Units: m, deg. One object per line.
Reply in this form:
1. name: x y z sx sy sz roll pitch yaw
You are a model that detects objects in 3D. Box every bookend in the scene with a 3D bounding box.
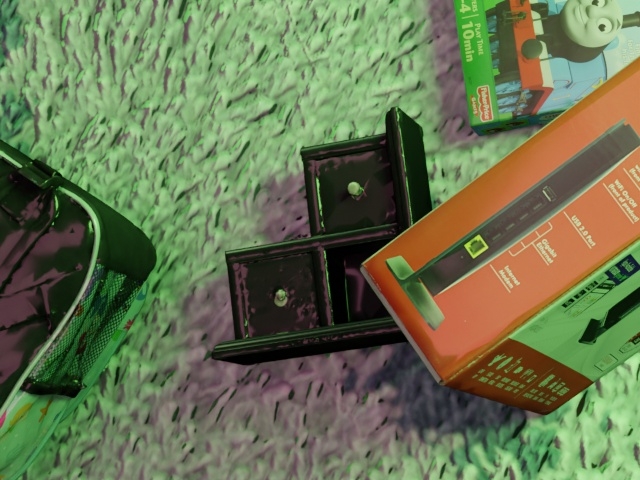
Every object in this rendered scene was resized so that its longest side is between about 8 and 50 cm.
1. bookend: 0.000 0.000 1.242 0.156 0.072 0.157 -9 80 16

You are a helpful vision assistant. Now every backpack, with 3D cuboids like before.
1. backpack: -0.262 0.057 1.250 0.225 0.191 0.253 29 84 21

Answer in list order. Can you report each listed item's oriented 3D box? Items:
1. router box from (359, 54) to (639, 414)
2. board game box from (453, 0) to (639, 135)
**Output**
1. router box: 0.204 -0.021 1.046 0.301 0.335 0.082 -37 73 9
2. board game box: 0.200 -0.171 1.224 0.211 0.039 0.160 -10 79 14
